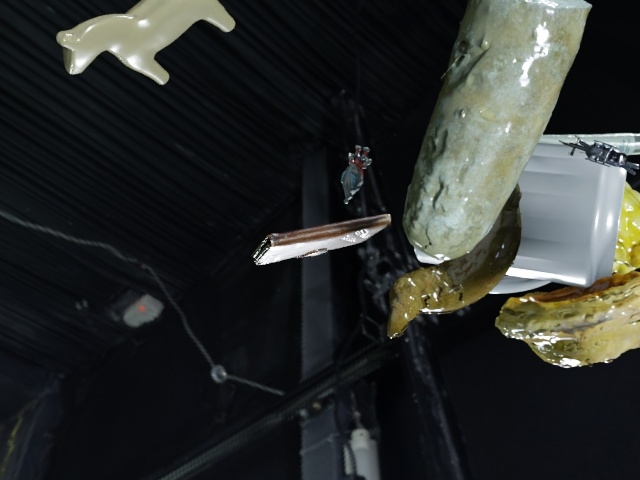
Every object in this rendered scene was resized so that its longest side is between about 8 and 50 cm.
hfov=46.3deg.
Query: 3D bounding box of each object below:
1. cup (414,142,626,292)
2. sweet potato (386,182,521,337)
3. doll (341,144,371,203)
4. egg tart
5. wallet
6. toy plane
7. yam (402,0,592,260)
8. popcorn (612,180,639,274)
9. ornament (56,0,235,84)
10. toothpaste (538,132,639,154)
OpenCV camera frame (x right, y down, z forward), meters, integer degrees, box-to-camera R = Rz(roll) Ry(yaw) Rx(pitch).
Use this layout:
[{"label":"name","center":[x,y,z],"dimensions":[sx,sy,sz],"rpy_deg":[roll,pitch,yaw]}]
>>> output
[{"label":"cup","center":[0.352,-0.022,1.329],"dimensions":[0.327,0.323,0.237],"rpy_deg":[8,-136,19]},{"label":"sweet potato","center":[0.220,0.045,1.170],"dimensions":[0.310,0.124,0.098],"rpy_deg":[-44,-141,3]},{"label":"doll","center":[0.064,-0.125,1.433],"dimensions":[0.057,0.039,0.114],"rpy_deg":[20,-83,20]},{"label":"egg tart","center":[0.517,0.152,1.441],"dimensions":[0.352,0.352,0.150],"rpy_deg":[-17,-91,45]},{"label":"wallet","center":[0.000,0.000,1.008],"dimensions":[0.095,0.176,0.026],"rpy_deg":[-40,-115,61]},{"label":"toy plane","center":[0.398,-0.127,1.083],"dimensions":[0.121,0.049,0.031],"rpy_deg":[29,-79,35]},{"label":"yam","center":[0.178,-0.135,0.818],"dimensions":[0.133,0.133,0.330],"rpy_deg":[38,-70,59]},{"label":"popcorn","center":[0.634,-0.054,1.709],"dimensions":[0.215,0.286,0.252],"rpy_deg":[-37,-170,29]},{"label":"ornament","center":[-0.259,-0.307,1.102],"dimensions":[0.230,0.245,0.061],"rpy_deg":[-38,-102,7]},{"label":"toothpaste","center":[0.472,-0.172,1.364],"dimensions":[0.239,0.062,0.039],"rpy_deg":[-2,-138,1]}]
